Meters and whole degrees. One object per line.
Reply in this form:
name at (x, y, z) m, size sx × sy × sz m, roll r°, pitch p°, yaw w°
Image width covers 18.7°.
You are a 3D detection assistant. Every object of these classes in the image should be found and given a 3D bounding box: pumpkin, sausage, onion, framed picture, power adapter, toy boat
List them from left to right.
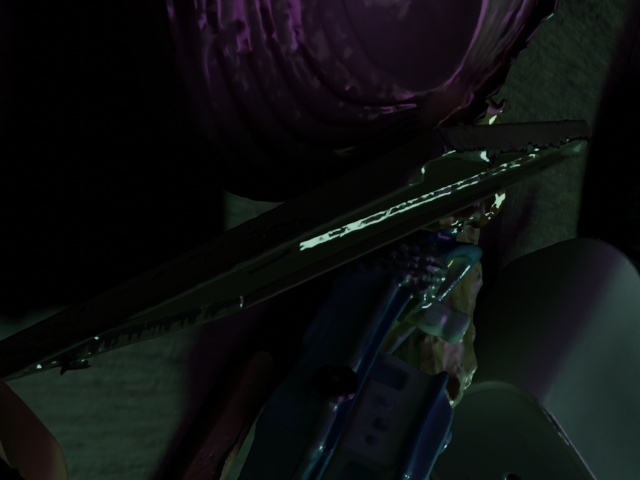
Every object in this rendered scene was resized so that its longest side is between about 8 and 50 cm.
sausage at (-0.053, 0.103, 0.989) m, size 0.026 × 0.026 × 0.116 m, roll 79°, pitch 32°, yaw -51°
onion at (-0.008, -0.165, 0.745) m, size 0.227 × 0.120 × 0.283 m, roll -35°, pitch 133°, yaw -35°
framed picture at (0.000, 0.000, 0.818) m, size 0.019 × 0.209 × 0.281 m, roll 65°, pitch 16°, yaw 4°
toy boat at (0.040, 0.065, 1.077) m, size 0.238 × 0.098 × 0.109 m, roll -61°, pitch 176°, yaw -48°
power adapter at (0.187, 0.110, 1.414) m, size 0.187 × 0.124 × 0.255 m, roll 56°, pitch 39°, yaw -16°
pumpkin at (0.331, -0.038, 1.707) m, size 0.233 × 0.163 × 0.233 m, roll -42°, pitch 145°, yaw -38°

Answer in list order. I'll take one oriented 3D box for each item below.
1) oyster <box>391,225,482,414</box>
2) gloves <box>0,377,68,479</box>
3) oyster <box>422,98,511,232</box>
oyster at (0.072, 0.047, 1.217) m, size 0.133 × 0.072 × 0.209 m, roll 89°, pitch 23°, yaw -45°
gloves at (-0.150, 0.121, 0.600) m, size 0.197 × 0.152 × 0.301 m, roll -52°, pitch -177°, yaw 20°
oyster at (0.019, -0.069, 0.977) m, size 0.345 × 0.079 × 0.128 m, roll 33°, pitch 70°, yaw -61°
